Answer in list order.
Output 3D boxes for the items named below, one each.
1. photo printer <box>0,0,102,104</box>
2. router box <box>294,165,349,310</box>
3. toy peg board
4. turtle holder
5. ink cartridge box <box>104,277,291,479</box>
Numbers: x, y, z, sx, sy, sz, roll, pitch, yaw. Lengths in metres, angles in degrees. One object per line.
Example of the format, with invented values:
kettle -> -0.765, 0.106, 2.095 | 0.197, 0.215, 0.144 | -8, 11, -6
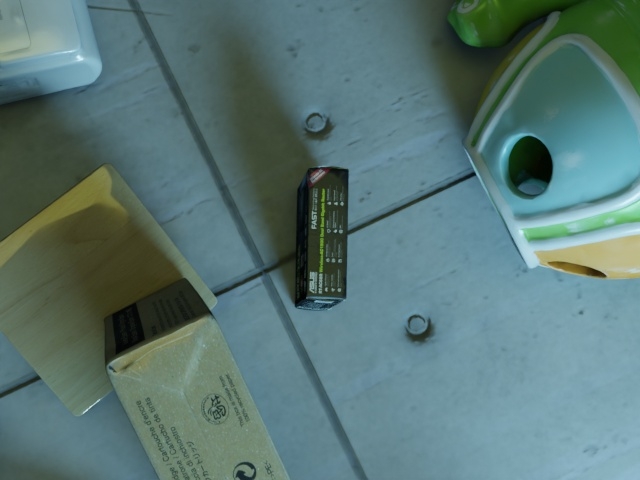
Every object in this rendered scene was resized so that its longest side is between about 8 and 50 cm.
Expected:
photo printer -> -0.360, -0.269, 0.856 | 0.256, 0.107, 0.307 | -15, 83, -10
router box -> 0.000, 0.000, 0.870 | 0.038, 0.092, 0.122 | 3, 80, -7
toy peg board -> -0.209, 0.041, 0.854 | 0.161, 0.079, 0.160 | -39, 104, -11
turtle holder -> 0.242, -0.114, 0.849 | 0.227, 0.243, 0.320 | -28, 97, 10
ink cartridge box -> -0.088, 0.162, 0.755 | 0.088, 0.193, 0.234 | -26, 100, -11
